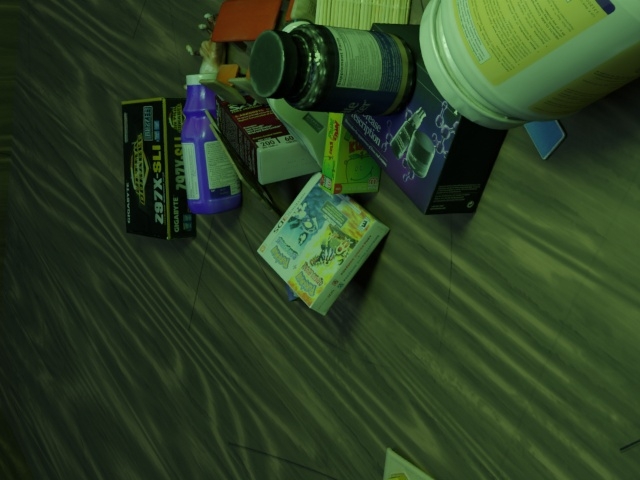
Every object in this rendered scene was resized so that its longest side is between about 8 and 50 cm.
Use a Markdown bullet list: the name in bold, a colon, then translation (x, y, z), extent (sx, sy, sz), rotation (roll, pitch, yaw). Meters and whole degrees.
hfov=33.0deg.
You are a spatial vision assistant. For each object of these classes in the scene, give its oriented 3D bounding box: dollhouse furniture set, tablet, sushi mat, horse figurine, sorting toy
- **dollhouse furniture set**: translation (-0.090, -0.385, 1.880), extent (0.259, 0.135, 0.262), rotation (6, 76, 40)
- **tablet**: translation (0.300, -0.158, 1.468), extent (0.054, 0.006, 0.083), rotation (-56, 47, 46)
- **sushi mat**: translation (0.074, -0.436, 1.673), extent (0.019, 0.151, 0.317), rotation (-106, 21, -73)
- **horse figurine**: translation (-0.239, -0.351, 2.276), extent (0.174, 0.066, 0.263), rotation (28, 116, 58)
- **sorting toy**: translation (0.151, 0.467, 1.768), extent (0.208, 0.038, 0.193), rotation (29, 119, 54)

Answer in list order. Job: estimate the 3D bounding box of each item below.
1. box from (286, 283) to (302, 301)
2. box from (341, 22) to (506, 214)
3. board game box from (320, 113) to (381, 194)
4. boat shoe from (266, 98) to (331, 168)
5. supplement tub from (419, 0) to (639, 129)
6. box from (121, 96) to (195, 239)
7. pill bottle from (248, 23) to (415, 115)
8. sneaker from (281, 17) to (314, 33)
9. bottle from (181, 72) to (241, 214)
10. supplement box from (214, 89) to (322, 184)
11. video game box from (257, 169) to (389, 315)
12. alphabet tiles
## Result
- **box**: translation (-0.009, 0.043, 1.971), extent (0.179, 0.043, 0.105), rotation (-28, 70, 54)
- **box**: translation (0.153, -0.186, 1.620), extent (0.261, 0.103, 0.184), rotation (52, 133, 43)
- **board game box**: translation (0.058, -0.170, 1.783), extent (0.043, 0.092, 0.181), rotation (33, 122, 53)
- **boat shoe**: translation (-0.011, -0.194, 1.817), extent (0.079, 0.227, 0.081), rotation (-42, 34, 3)
- **supplement tub**: translation (0.289, -0.281, 1.246), extent (0.331, 0.241, 0.241), rotation (-29, 69, 56)
- **box**: translation (-0.381, -0.169, 2.526), extent (0.257, 0.079, 0.322), rotation (8, 100, 56)
- **pill bottle**: translation (0.015, -0.242, 1.531), extent (0.122, 0.219, 0.123), rotation (2, 93, 56)
- **sneaker**: translation (-0.005, -0.267, 1.789), extent (0.080, 0.211, 0.081), rotation (-22, 47, 19)
- **bottle**: translation (-0.227, -0.198, 2.205), extent (0.092, 0.118, 0.283), rotation (2, 103, 35)
- **supplement box**: translation (-0.093, -0.199, 1.962), extent (0.239, 0.130, 0.073), rotation (-129, 31, -50)
- **video game box**: translation (0.000, 0.000, 1.868), extent (0.187, 0.048, 0.205), rotation (-55, 42, 7)
- **alphabet tiles**: translation (-0.151, -0.147, 2.076), extent (0.009, 0.198, 0.237), rotation (-36, 53, 5)
